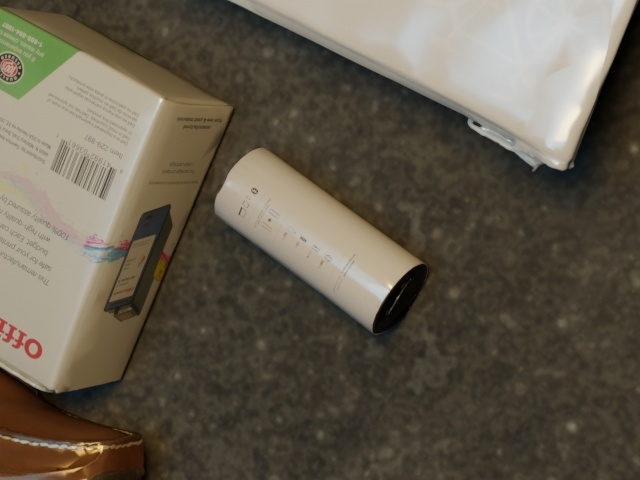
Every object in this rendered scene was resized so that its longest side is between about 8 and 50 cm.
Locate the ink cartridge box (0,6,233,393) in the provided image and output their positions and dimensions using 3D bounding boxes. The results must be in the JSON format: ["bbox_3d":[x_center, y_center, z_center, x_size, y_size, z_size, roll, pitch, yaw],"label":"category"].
[{"bbox_3d":[-0.175,-0.027,1.288,0.154,0.093,0.212,29,104,24],"label":"ink cartridge box"}]

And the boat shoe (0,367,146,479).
[{"bbox_3d":[-0.270,0.109,1.329,0.324,0.122,0.120,7,93,26],"label":"boat shoe"}]

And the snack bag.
[{"bbox_3d":[0.066,-0.252,1.105,0.323,0.037,0.343,29,105,22],"label":"snack bag"}]

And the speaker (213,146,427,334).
[{"bbox_3d":[0.000,0.000,1.220,0.136,0.055,0.055,36,108,21],"label":"speaker"}]
